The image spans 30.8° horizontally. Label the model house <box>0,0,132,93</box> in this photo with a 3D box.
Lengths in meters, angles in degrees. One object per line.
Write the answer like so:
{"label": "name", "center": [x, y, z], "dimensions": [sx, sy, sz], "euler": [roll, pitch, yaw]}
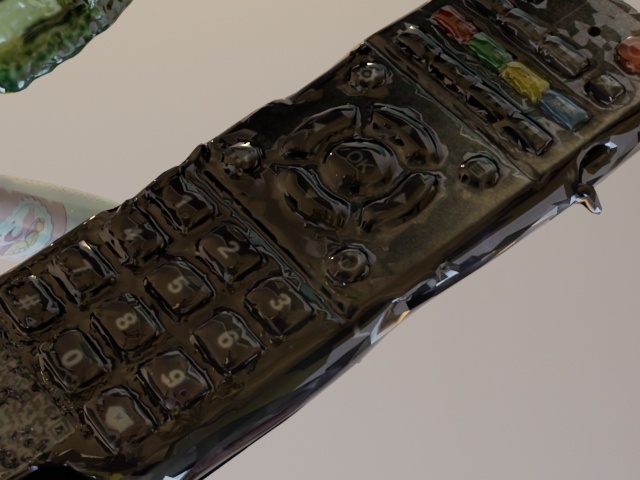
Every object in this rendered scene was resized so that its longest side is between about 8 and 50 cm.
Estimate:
{"label": "model house", "center": [-0.233, -0.240, 0.795], "dimensions": [0.195, 0.214, 0.189], "euler": [-32, -44, -2]}

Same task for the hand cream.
{"label": "hand cream", "center": [-0.204, -0.017, 0.769], "dimensions": [0.331, 0.085, 0.058], "euler": [21, -124, -70]}

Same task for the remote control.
{"label": "remote control", "center": [0.000, 0.000, 0.534], "dimensions": [0.399, 0.062, 0.144], "euler": [-34, -119, -18]}
